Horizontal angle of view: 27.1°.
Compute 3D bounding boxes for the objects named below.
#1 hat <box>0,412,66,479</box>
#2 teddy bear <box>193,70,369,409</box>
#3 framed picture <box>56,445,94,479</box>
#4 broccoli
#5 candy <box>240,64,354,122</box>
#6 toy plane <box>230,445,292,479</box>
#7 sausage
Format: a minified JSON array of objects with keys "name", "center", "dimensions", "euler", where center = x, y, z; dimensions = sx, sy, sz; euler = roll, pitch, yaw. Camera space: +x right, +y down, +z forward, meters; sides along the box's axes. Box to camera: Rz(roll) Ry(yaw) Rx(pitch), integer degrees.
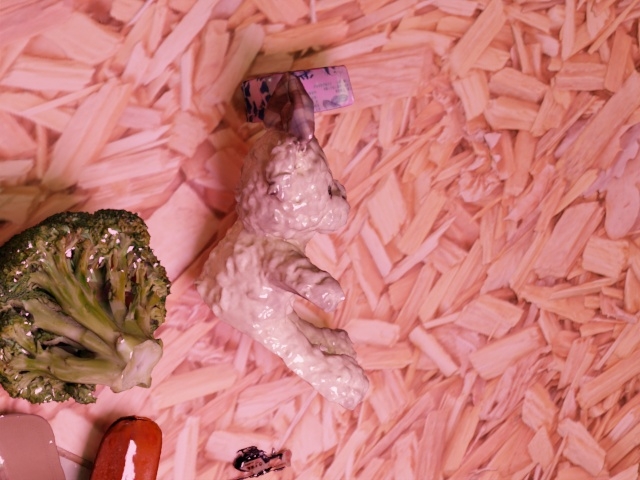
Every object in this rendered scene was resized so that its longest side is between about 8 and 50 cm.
[{"name":"hat","center":[-0.451,0.328,1.829],"dimensions":[0.173,0.144,0.166],"euler":[14,55,-67]},{"name":"teddy bear","center":[0.000,0.000,1.987],"dimensions":[0.375,0.327,0.362],"euler":[34,99,-14]},{"name":"framed picture","center":[-0.385,0.370,1.912],"dimensions":[0.201,0.010,0.136],"euler":[33,74,-32]},{"name":"broccoli","center":[-0.320,0.099,1.798],"dimensions":[0.308,0.275,0.307],"euler":[-39,145,-34]},{"name":"candy","center":[-0.038,-0.232,2.089],"dimensions":[0.160,0.092,0.073],"euler":[-14,95,-33]},{"name":"toy plane","center":[-0.095,0.352,2.112],"dimensions":[0.121,0.031,0.049],"euler":[-12,105,-33]},{"name":"sausage","center":[-0.303,0.413,1.909],"dimensions":[0.102,0.102,0.330],"euler":[21,78,-35]}]
